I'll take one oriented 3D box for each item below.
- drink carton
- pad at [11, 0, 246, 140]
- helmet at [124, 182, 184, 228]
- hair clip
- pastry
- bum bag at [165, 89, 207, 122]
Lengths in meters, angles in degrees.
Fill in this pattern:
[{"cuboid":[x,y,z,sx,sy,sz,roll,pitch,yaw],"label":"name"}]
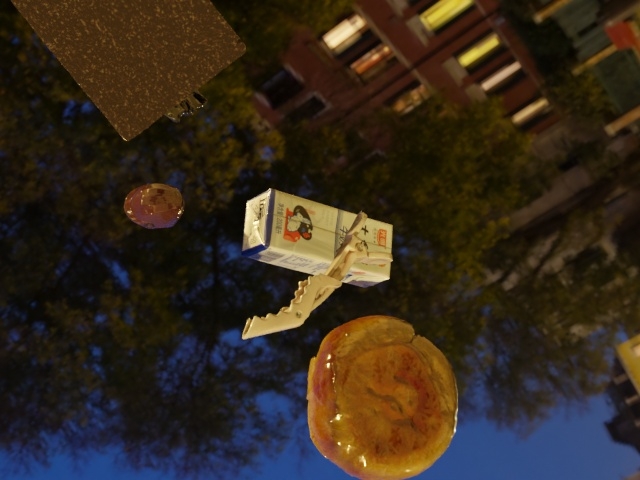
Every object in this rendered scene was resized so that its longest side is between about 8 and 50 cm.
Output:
[{"cuboid":[0.000,0.000,1.911,0.315,0.106,0.130,16,-110,-28],"label":"drink carton"},{"cuboid":[-0.279,-0.324,1.222,0.330,0.220,0.004,52,164,-7],"label":"pad"},{"cuboid":[-0.342,-0.078,1.914,0.123,0.070,0.098,4,-112,-27],"label":"helmet"},{"cuboid":[0.000,0.058,1.076,0.072,0.034,0.226,49,-119,-4],"label":"hair clip"},{"cuboid":[0.125,0.325,1.888,0.356,0.164,0.356,10,-115,-22],"label":"pastry"},{"cuboid":[-0.276,-0.274,1.747,0.087,0.049,0.197,30,-160,1],"label":"bum bag"}]
